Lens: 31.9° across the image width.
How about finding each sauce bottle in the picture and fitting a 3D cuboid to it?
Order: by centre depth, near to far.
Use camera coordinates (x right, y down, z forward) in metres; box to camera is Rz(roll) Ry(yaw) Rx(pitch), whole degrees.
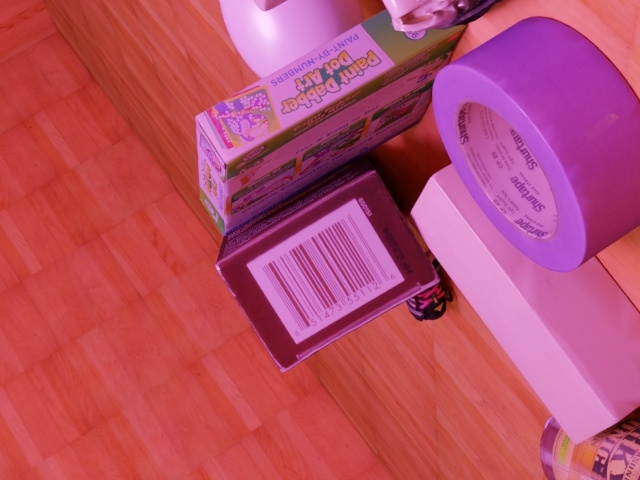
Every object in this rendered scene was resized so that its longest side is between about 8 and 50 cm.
[{"bbox_3d":[0.320,0.223,0.990,0.111,0.111,0.344,60,166,-13],"label":"sauce bottle"}]

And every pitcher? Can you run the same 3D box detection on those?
[{"bbox_3d":[-0.025,-0.258,1.050,0.177,0.125,0.207,-27,94,34],"label":"pitcher"}]

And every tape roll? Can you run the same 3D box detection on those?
[{"bbox_3d":[0.175,-0.074,0.879,0.189,0.080,0.189,53,166,19],"label":"tape roll"}]

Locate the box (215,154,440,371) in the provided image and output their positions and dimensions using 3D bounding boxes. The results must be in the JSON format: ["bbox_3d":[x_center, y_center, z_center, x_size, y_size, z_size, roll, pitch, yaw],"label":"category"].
[{"bbox_3d":[0.000,0.000,1.269,0.143,0.191,0.381,59,-176,-11],"label":"box"}]

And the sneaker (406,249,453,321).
[{"bbox_3d":[0.136,0.062,1.416,0.075,0.063,0.170,56,173,10],"label":"sneaker"}]

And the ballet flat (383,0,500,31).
[{"bbox_3d":[0.095,-0.206,0.823,0.095,0.096,0.280,63,167,-6],"label":"ballet flat"}]

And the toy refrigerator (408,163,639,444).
[{"bbox_3d":[0.205,0.044,1.036,0.269,0.094,0.102,54,160,14],"label":"toy refrigerator"}]

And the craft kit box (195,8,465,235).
[{"bbox_3d":[0.001,-0.114,1.061,0.061,0.249,0.246,57,167,7],"label":"craft kit box"}]

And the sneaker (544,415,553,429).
[{"bbox_3d":[0.303,0.252,1.276,0.118,0.042,0.067,54,174,-20],"label":"sneaker"}]

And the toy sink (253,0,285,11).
[{"bbox_3d":[-0.009,-0.304,0.858,0.131,0.152,0.234,55,167,10],"label":"toy sink"}]
